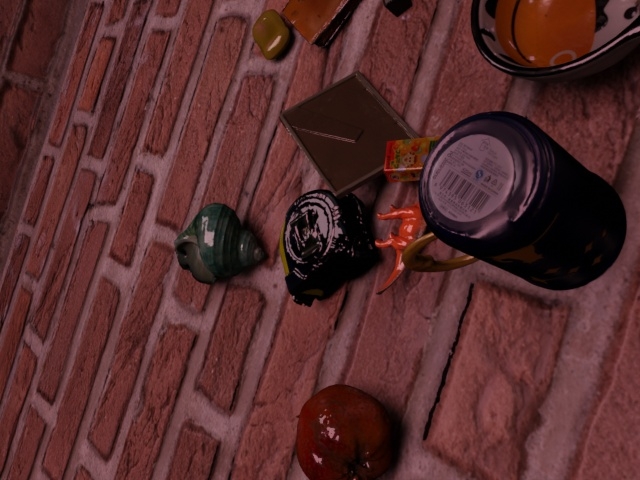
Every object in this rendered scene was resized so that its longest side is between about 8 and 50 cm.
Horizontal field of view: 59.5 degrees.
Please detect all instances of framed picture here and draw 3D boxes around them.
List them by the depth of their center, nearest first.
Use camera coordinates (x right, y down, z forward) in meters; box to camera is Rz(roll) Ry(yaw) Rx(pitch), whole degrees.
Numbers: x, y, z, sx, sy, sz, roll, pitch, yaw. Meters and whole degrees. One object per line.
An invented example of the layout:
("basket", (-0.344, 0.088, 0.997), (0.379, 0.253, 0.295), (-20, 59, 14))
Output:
("framed picture", (0.050, -0.206, 1.044), (0.189, 0.023, 0.260), (-31, 53, -2))

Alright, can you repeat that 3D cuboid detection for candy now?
("candy", (0.167, -0.135, 0.923), (0.121, 0.038, 0.062), (-2, 65, 24))

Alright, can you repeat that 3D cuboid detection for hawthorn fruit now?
("hawthorn fruit", (0.025, 0.301, 0.908), (0.163, 0.162, 0.203), (-62, 28, 10))

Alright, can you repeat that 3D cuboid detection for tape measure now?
("tape measure", (0.000, 0.000, 1.032), (0.199, 0.112, 0.186), (-36, 54, 29))

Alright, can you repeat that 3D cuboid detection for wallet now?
("wallet", (0.002, -0.524, 1.237), (0.161, 0.042, 0.195), (-49, 48, 16))

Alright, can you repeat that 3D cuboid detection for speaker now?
("speaker", (0.134, -0.533, 1.107), (0.040, 0.046, 0.191), (-27, 60, 36))

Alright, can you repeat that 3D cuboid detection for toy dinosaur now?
("toy dinosaur", (0.151, -0.039, 0.942), (0.101, 0.055, 0.280), (13, 85, 35))

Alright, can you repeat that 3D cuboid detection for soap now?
("soap", (-0.116, -0.488, 1.329), (0.089, 0.045, 0.140), (-47, 52, 27))

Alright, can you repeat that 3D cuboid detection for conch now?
("conch", (-0.217, 0.012, 1.222), (0.202, 0.134, 0.196), (29, 139, 39))

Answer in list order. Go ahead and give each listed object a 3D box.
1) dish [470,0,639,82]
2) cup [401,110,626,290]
("dish", (0.363, -0.336, 0.779), (0.303, 0.120, 0.303), (-15, 68, 40))
("cup", (0.229, -0.012, 0.715), (0.255, 0.256, 0.178), (-55, 48, 18))
